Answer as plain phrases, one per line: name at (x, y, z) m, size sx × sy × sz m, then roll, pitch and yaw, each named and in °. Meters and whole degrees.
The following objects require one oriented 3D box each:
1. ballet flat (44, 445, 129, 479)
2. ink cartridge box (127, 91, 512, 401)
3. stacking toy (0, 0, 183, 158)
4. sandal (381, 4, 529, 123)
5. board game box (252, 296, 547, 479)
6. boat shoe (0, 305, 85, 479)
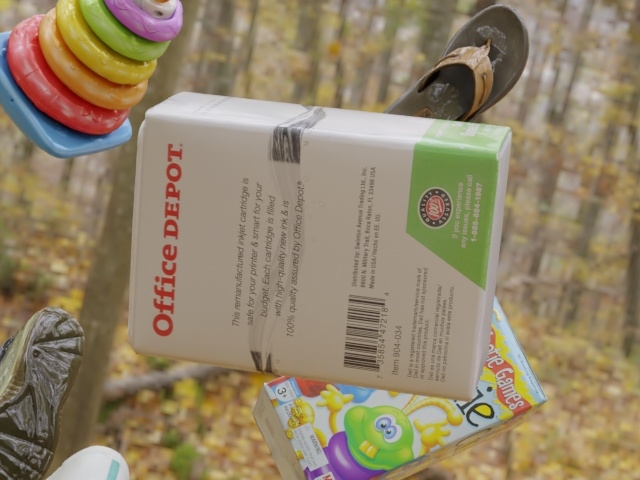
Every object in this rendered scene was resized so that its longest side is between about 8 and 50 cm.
ballet flat at (-0.326, 0.350, 1.906) m, size 0.139 × 0.400 × 0.139 m, roll 23°, pitch 46°, yaw -27°
ink cartridge box at (0.000, 0.000, 1.314) m, size 0.273 × 0.198 × 0.115 m, roll 8°, pitch 16°, yaw 10°
stacking toy at (-0.218, -0.244, 1.859) m, size 0.175 × 0.302 × 0.166 m, roll 53°, pitch 32°, yaw 9°
sandal at (0.142, -0.168, 1.824) m, size 0.090 × 0.219 × 0.060 m, roll 50°, pitch -6°, yaw 7°
board game box at (0.083, 0.182, 1.851) m, size 0.275 × 0.142 × 0.144 m, roll -23°, pitch -14°, yaw -14°
boat shoe at (-0.280, 0.163, 1.529) m, size 0.080 × 0.223 × 0.073 m, roll 35°, pitch -38°, yaw -23°
